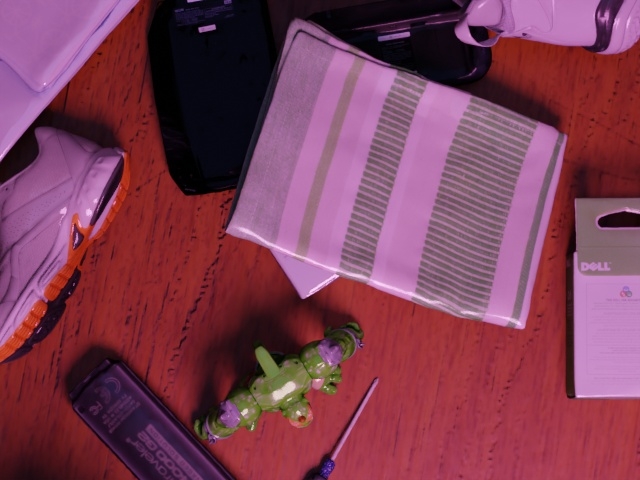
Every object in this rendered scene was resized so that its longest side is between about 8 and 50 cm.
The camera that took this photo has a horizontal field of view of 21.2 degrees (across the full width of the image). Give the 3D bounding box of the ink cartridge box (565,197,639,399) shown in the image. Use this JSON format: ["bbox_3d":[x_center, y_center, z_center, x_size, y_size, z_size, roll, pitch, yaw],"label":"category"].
[{"bbox_3d":[0.314,0.061,1.786,0.109,0.062,0.209,0,86,0],"label":"ink cartridge box"}]

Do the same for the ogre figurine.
[{"bbox_3d":[-0.043,0.147,1.751,0.197,0.118,0.096,-13,86,0],"label":"ogre figurine"}]

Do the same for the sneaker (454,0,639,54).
[{"bbox_3d":[0.215,-0.369,1.754,0.210,0.137,0.365,-6,90,-19],"label":"sneaker"}]

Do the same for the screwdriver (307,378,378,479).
[{"bbox_3d":[0.019,0.219,1.794,0.024,0.025,0.170,30,87,1],"label":"screwdriver"}]

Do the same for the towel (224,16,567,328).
[{"bbox_3d":[0.086,-0.064,1.730,0.325,0.038,0.248,21,68,-15],"label":"towel"}]

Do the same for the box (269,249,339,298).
[{"bbox_3d":[0.000,0.000,1.769,0.102,0.101,0.087,-34,88,-1],"label":"box"}]

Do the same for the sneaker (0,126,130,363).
[{"bbox_3d":[-0.305,0.002,1.779,0.121,0.099,0.262,26,78,10],"label":"sneaker"}]

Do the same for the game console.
[{"bbox_3d":[0.003,-0.177,1.812,0.361,0.044,0.213,-10,88,0],"label":"game console"}]

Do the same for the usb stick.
[{"bbox_3d":[-0.147,0.241,1.782,0.077,0.045,0.278,-44,88,4],"label":"usb stick"}]

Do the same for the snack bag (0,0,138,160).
[{"bbox_3d":[-0.402,-0.246,1.799,0.323,0.037,0.342,38,87,9],"label":"snack bag"}]
